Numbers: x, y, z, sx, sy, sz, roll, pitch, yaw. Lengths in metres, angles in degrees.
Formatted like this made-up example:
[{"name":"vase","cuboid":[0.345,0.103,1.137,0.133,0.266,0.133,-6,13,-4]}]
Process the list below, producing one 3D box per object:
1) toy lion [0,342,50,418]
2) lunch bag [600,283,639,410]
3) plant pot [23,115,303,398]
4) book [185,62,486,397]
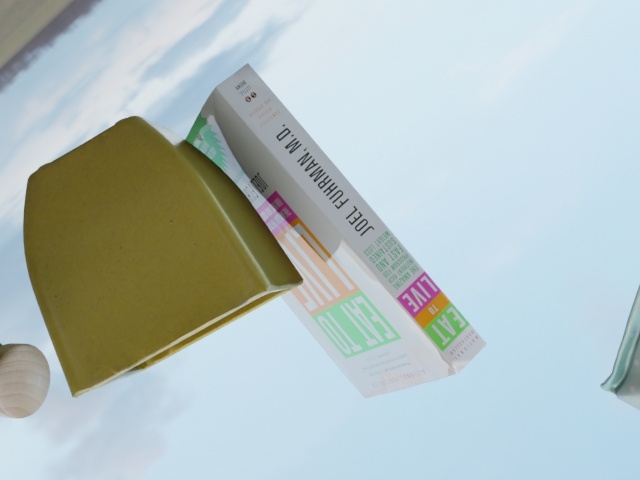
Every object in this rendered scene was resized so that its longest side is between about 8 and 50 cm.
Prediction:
[{"name":"toy lion","cuboid":[-0.127,0.044,0.274,0.034,0.100,0.096,-3,-149,29]},{"name":"lunch bag","cuboid":[0.354,0.036,0.691,0.223,0.262,0.160,31,-145,32]},{"name":"plant pot","cuboid":[-0.065,0.000,0.374,0.081,0.083,0.081,-29,175,6]},{"name":"book","cuboid":[0.000,0.000,0.419,0.035,0.144,0.096,-41,-178,-21]}]
